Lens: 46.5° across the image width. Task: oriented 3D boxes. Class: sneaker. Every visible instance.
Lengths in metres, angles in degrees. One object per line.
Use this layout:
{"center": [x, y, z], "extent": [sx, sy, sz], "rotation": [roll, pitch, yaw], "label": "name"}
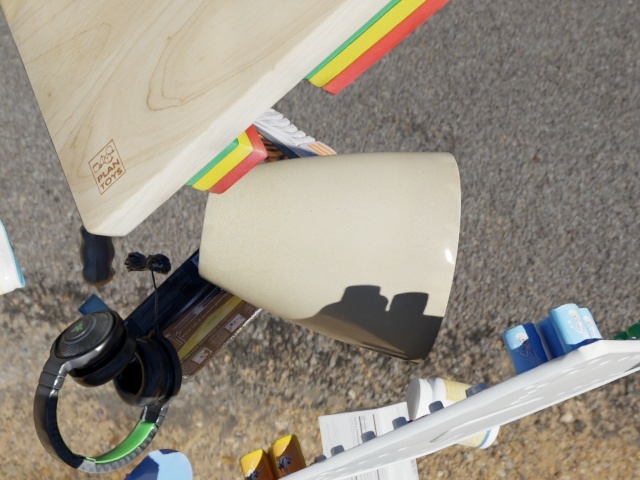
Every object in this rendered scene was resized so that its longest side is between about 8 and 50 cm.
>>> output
{"center": [-0.118, -0.186, 1.708], "extent": [0.321, 0.180, 0.124], "rotation": [38, 29, 24], "label": "sneaker"}
{"center": [-0.687, 0.024, 1.544], "extent": [0.092, 0.087, 0.229], "rotation": [-22, 46, -18], "label": "sneaker"}

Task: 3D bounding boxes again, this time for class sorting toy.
{"center": [-0.069, -0.172, 0.457], "extent": [0.089, 0.257, 0.256], "rotation": [12, 45, -57], "label": "sorting toy"}

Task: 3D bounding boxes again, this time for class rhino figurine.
{"center": [-0.473, -0.013, 1.579], "extent": [0.073, 0.243, 0.106], "rotation": [1, 20, -8], "label": "rhino figurine"}

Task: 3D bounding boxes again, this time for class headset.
{"center": [-0.366, 0.203, 1.322], "extent": [0.185, 0.243, 0.394], "rotation": [6, 67, 41], "label": "headset"}

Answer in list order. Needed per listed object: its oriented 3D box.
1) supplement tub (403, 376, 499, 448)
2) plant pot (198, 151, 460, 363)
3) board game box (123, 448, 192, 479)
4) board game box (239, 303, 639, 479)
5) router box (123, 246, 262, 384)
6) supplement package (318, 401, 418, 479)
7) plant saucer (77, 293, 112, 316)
{"center": [0.309, 0.404, 1.762], "extent": [0.199, 0.144, 0.144], "rotation": [14, 54, -8], "label": "supplement tub"}
{"center": [0.000, 0.000, 0.896], "extent": [0.273, 0.256, 0.257], "rotation": [9, 54, -3], "label": "plant pot"}
{"center": [-0.232, 0.327, 0.917], "extent": [0.033, 0.133, 0.169], "rotation": [21, 54, 33], "label": "board game box"}
{"center": [0.168, 0.173, 0.804], "extent": [0.390, 0.390, 0.050], "rotation": [10, 54, -54], "label": "board game box"}
{"center": [-0.243, 0.142, 1.539], "extent": [0.309, 0.243, 0.081], "rotation": [-44, 62, -5], "label": "router box"}
{"center": [0.112, 0.494, 1.607], "extent": [0.145, 0.204, 0.262], "rotation": [-12, 78, 20], "label": "supplement package"}
{"center": [-0.513, 0.217, 1.850], "extent": [0.192, 0.067, 0.018], "rotation": [47, 18, -5], "label": "plant saucer"}
